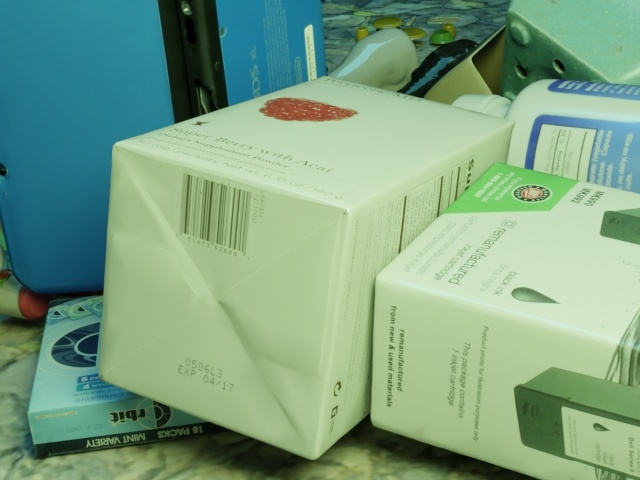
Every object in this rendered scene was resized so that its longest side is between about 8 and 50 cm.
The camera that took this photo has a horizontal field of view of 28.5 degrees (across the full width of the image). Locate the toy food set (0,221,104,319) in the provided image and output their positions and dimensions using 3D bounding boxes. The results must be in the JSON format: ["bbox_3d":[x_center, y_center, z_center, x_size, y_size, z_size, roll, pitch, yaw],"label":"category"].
[{"bbox_3d":[-0.209,0.001,1.108,0.104,0.111,0.232,8,24,30],"label":"toy food set"}]

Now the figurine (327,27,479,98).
[{"bbox_3d":[0.063,-0.179,1.513,0.209,0.092,0.215,-26,30,-32],"label":"figurine"}]

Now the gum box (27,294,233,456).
[{"bbox_3d":[-0.135,0.092,0.969,0.157,0.041,0.184,-7,22,-4],"label":"gum box"}]

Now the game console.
[{"bbox_3d":[-0.127,-0.120,1.020,0.173,0.293,0.250,14,35,28],"label":"game console"}]

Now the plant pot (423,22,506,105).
[{"bbox_3d":[0.181,-0.158,1.389,0.096,0.109,0.109,-25,14,45],"label":"plant pot"}]

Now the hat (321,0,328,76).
[{"bbox_3d":[-0.092,-0.141,1.226,0.331,0.134,0.331,-19,11,4],"label":"hat"}]

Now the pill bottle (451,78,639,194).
[{"bbox_3d":[0.245,-0.062,1.106,0.272,0.152,0.152,9,27,32],"label":"pill bottle"}]

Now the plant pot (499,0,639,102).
[{"bbox_3d":[0.319,-0.205,1.259,0.252,0.248,0.247,-37,61,-19],"label":"plant pot"}]

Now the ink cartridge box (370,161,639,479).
[{"bbox_3d":[0.207,0.063,0.820,0.289,0.121,0.211,14,30,25],"label":"ink cartridge box"}]

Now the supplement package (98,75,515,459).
[{"bbox_3d":[0.000,0.000,0.912,0.177,0.175,0.293,16,22,24],"label":"supplement package"}]

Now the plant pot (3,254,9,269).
[{"bbox_3d":[-0.470,-0.078,1.108,0.334,0.305,0.334,-5,24,2],"label":"plant pot"}]

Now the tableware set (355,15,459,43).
[{"bbox_3d":[0.128,-0.308,1.874,0.154,0.024,0.104,3,28,16],"label":"tableware set"}]
